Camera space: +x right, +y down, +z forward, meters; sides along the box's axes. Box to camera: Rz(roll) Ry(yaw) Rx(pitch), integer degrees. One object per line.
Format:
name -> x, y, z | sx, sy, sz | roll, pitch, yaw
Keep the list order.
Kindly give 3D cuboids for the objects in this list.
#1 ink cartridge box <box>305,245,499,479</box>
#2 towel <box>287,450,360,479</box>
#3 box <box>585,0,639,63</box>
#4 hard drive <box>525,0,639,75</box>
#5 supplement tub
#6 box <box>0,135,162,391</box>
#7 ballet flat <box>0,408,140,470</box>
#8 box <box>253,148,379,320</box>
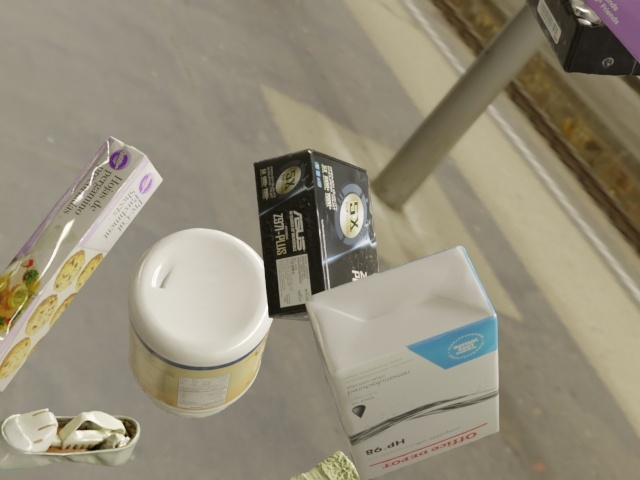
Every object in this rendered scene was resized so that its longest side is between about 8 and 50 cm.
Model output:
ink cartridge box -> 0.059, 0.093, 0.665 | 0.180, 0.104, 0.060 | 76, -7, -51
towel -> 0.025, 0.359, 1.375 | 0.148, 0.110, 0.027 | 49, -23, 38
box -> 0.266, -0.167, 0.771 | 0.293, 0.057, 0.201 | 52, 27, 9
hard drive -> 0.378, -0.251, 1.036 | 0.338, 0.064, 0.237 | 1, 42, -10
supplement tub -> -0.201, 0.148, 1.667 | 0.228, 0.316, 0.228 | 4, 61, -8
box -> -0.314, 0.025, 1.214 | 0.063, 0.324, 0.067 | 28, -18, 22
ballet flat -> -0.305, 0.222, 1.178 | 0.213, 0.068, 0.072 | 11, 34, -41
box -> 0.000, 0.000, 1.171 | 0.147, 0.077, 0.180 | 14, 67, -61
